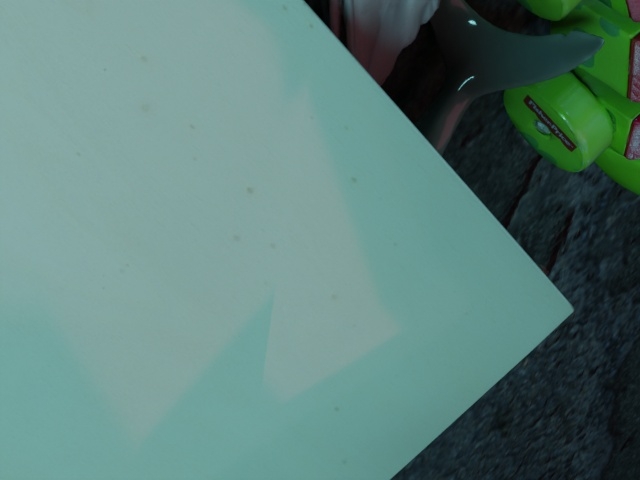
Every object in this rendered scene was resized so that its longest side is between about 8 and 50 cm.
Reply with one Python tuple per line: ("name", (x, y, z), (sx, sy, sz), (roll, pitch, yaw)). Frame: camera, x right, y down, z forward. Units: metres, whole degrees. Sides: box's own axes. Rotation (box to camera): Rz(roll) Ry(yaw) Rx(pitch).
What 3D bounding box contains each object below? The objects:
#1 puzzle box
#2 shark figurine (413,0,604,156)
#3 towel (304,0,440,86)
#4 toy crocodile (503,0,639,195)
("puzzle box", (-0.135, -0.017, 0.494), (0.272, 0.052, 0.409), (-42, 123, 3))
("shark figurine", (0.019, -0.001, 0.837), (0.278, 0.116, 0.166), (-34, 146, -21))
("towel", (0.056, -0.262, 0.574), (0.332, 0.053, 0.317), (-55, 153, -37))
("toy crocodile", (0.166, -0.128, 0.894), (0.115, 0.105, 0.340), (-41, 146, -15))
